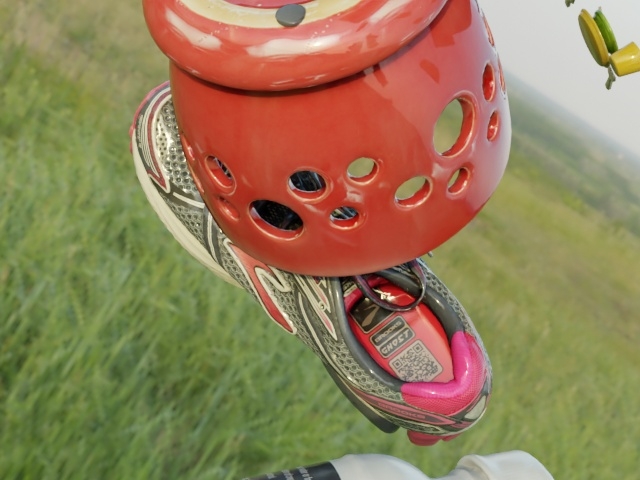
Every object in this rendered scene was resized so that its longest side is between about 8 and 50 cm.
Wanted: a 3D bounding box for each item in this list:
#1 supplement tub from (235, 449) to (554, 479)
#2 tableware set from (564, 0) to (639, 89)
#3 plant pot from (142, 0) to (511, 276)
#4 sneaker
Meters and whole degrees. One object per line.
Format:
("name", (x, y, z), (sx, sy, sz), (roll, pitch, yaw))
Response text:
("supplement tub", (-0.033, 0.190, 0.527), (0.272, 0.191, 0.191), (-11, 20, -7))
("tableware set", (0.192, -0.187, 0.982), (0.104, 0.024, 0.154), (45, 22, -82))
("plant pot", (0.005, -0.102, 0.756), (0.191, 0.191, 0.174), (40, -21, 34))
("sneaker", (0.000, 0.000, 0.866), (0.299, 0.121, 0.112), (42, -9, 9))
